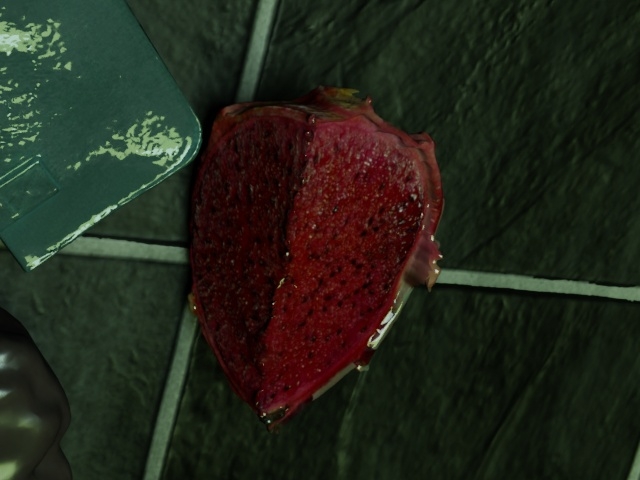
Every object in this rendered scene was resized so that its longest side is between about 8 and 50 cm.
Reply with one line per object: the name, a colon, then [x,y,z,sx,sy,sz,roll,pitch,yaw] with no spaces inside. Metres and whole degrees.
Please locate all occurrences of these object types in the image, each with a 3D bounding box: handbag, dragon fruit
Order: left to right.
handbag: [-0.199,-0.104,0.980,0.179,0.062,0.229,-37,123,-10]
dragon fruit: [-0.002,-0.006,1.102,0.161,0.126,0.274,-12,126,-35]

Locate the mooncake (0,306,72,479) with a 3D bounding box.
mooncake: [-0.298,0.156,0.995,0.283,0.141,0.283,-12,119,-23]
